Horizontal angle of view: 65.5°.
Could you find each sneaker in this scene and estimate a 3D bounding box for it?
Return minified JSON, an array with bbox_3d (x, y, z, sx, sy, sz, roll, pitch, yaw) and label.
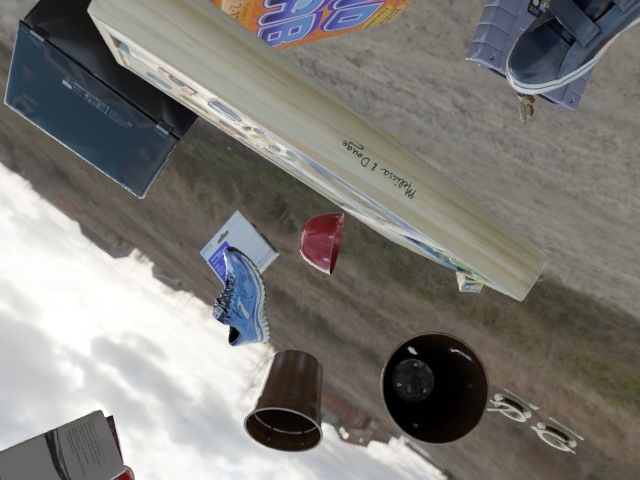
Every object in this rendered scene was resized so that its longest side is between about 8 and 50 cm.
[{"bbox_3d":[0.419,-0.359,0.742,0.126,0.321,0.127,59,-166,24],"label":"sneaker"},{"bbox_3d":[-0.242,0.176,1.449,0.130,0.147,0.330,28,131,54],"label":"sneaker"}]

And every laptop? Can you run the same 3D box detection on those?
[{"bbox_3d":[-0.454,-0.379,1.153,0.382,0.236,0.408,37,136,-14],"label":"laptop"}]

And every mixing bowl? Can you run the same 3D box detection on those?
[{"bbox_3d":[0.000,0.000,1.379,0.098,0.181,0.181,11,163,8],"label":"mixing bowl"}]

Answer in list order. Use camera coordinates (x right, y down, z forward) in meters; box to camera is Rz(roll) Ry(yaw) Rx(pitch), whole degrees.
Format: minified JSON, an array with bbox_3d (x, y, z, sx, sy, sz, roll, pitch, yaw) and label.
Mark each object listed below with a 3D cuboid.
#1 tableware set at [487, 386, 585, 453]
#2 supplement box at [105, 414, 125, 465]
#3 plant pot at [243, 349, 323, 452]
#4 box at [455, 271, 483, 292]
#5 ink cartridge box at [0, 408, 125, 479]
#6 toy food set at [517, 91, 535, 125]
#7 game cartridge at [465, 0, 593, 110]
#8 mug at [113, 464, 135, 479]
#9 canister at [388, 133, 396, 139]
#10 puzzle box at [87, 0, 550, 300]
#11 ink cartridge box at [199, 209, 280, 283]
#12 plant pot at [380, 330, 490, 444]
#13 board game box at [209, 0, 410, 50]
[{"bbox_3d":[0.483,0.420,1.136,0.194,0.039,0.128,32,155,18],"label":"tableware set"},{"bbox_3d":[-0.533,0.549,1.237,0.188,0.081,0.104,63,153,28],"label":"supplement box"},{"bbox_3d":[-0.066,0.338,1.077,0.167,0.165,0.167,5,130,6],"label":"plant pot"},{"bbox_3d":[0.426,0.067,1.447,0.059,0.169,0.054,4,137,-4],"label":"box"},{"bbox_3d":[-0.504,0.403,0.780,0.129,0.223,0.307,64,-169,9],"label":"ink cartridge box"},{"bbox_3d":[0.531,-0.364,1.274,0.019,0.078,0.122,12,135,46],"label":"toy food set"},{"bbox_3d":[0.498,-0.452,1.107,0.355,0.230,0.068,11,-162,-31],"label":"game cartridge"},{"bbox_3d":[-0.488,0.494,1.045,0.169,0.150,0.113,-3,-178,22],"label":"mug"},{"bbox_3d":[0.201,-0.288,1.766,0.126,0.170,0.073,4,168,12],"label":"canister"},{"bbox_3d":[-0.009,-0.089,0.491,0.409,0.052,0.272,31,-178,-21],"label":"puzzle box"},{"bbox_3d":[-0.268,0.041,1.635,0.208,0.206,0.045,48,-168,19],"label":"ink cartridge box"},{"bbox_3d":[0.224,0.311,1.088,0.215,0.215,0.230,35,170,6],"label":"plant pot"},{"bbox_3d":[-0.034,-0.520,0.700,0.356,0.356,0.356,173,77,-75],"label":"board game box"}]
